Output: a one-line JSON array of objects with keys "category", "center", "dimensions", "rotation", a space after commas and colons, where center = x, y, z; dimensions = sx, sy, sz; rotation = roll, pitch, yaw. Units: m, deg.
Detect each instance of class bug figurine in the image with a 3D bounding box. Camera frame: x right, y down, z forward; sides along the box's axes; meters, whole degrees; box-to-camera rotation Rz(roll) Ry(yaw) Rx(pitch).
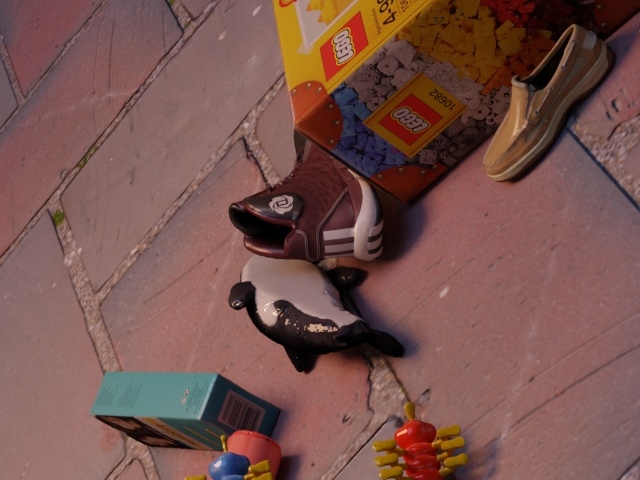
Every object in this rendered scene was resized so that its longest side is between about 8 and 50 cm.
[{"category": "bug figurine", "center": [0.013, 0.275, 1.840], "dimensions": [0.279, 0.072, 0.216], "rotation": [-9, 60, 2]}]

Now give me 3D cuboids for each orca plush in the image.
[{"category": "orca plush", "center": [-0.005, 0.100, 2.130], "dimensions": [0.151, 0.102, 0.287], "rotation": [-22, 26, -35]}]

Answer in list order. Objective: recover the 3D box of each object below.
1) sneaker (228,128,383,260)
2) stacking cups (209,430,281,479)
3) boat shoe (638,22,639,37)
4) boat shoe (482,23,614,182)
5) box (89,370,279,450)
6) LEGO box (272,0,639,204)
[{"category": "sneaker", "center": [-0.036, -0.065, 2.195], "dimensions": [0.281, 0.162, 0.106], "rotation": [-117, 21, -57]}, {"category": "stacking cups", "center": [-0.118, 0.352, 2.007], "dimensions": [0.096, 0.096, 0.316], "rotation": [-16, 50, 47]}, {"category": "boat shoe", "center": [0.371, -0.205, 1.893], "dimensions": [0.137, 0.049, 0.043], "rotation": [10, 72, 52]}, {"category": "boat shoe", "center": [0.228, -0.152, 2.013], "dimensions": [0.190, 0.072, 0.068], "rotation": [-53, 31, 6]}, {"category": "box", "center": [-0.164, 0.201, 2.206], "dimensions": [0.244, 0.100, 0.060], "rotation": [-5, 58, 53]}, {"category": "LEGO box", "center": [0.131, -0.349, 2.212], "dimensions": [0.372, 0.193, 0.500], "rotation": [-41, 34, 24]}]
